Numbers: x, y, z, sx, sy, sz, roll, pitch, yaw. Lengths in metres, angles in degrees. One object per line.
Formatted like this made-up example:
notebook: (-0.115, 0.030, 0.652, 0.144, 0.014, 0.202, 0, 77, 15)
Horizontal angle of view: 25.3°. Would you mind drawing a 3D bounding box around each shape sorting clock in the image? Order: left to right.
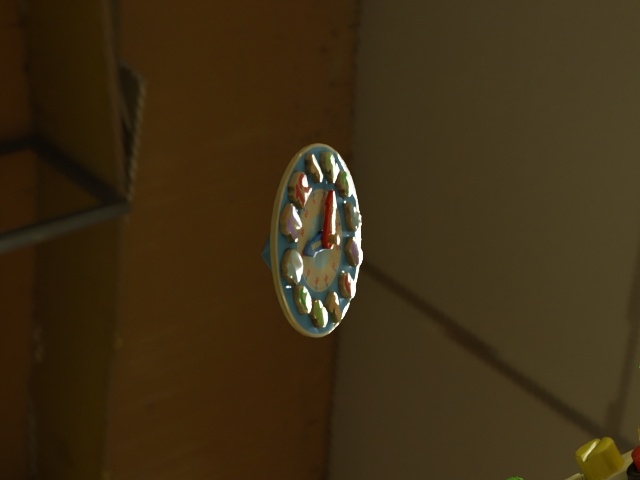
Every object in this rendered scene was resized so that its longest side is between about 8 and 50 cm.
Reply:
shape sorting clock: (0.000, 0.000, 1.512, 0.040, 0.206, 0.206, -2, -75, 29)

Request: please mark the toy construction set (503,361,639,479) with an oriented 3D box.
toy construction set: (0.207, 0.188, 1.010, 0.327, 0.215, 0.151, -42, -86, 8)
